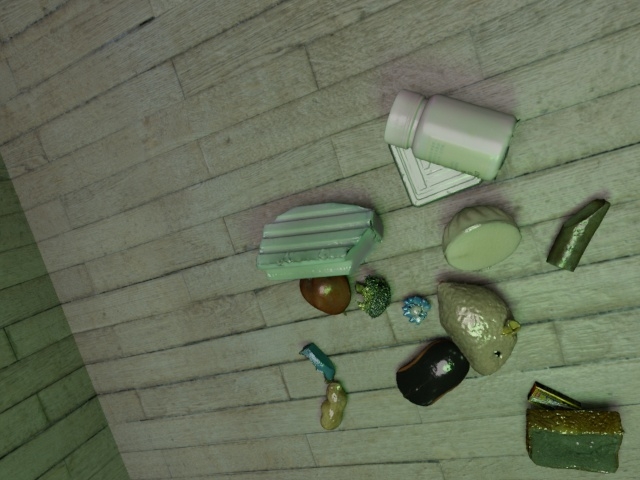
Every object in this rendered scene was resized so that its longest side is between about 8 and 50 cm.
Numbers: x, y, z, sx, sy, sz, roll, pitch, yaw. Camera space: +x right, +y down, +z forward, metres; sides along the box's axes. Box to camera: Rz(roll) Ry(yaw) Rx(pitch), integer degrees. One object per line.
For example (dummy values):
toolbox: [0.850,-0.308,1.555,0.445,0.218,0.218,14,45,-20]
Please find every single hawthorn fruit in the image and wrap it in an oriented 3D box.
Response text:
hawthorn fruit: [0.035,0.206,1.942,0.199,0.199,0.251,-21,114,24]

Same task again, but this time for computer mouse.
computer mouse: [0.423,0.510,1.895,0.183,0.116,0.323,46,115,10]

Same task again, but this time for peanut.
peanut: [0.055,0.701,2.099,0.104,0.085,0.228,20,108,18]

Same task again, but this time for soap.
soap: [0.000,0.000,1.844,0.446,0.261,0.156,-8,143,23]

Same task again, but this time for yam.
yam: [0.830,-0.022,1.609,0.106,0.106,0.259,23,109,14]

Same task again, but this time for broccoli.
broccoli: [0.194,0.211,1.913,0.160,0.167,0.154,18,76,44]

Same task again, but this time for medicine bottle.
medicine bottle: [0.412,-0.342,1.584,0.378,0.213,0.214,21,110,13]

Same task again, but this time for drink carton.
drink carton: [0.837,0.580,1.783,0.165,0.056,0.071,24,107,14]

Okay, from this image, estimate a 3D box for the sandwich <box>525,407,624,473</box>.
sandwich: [0.875,0.701,1.734,0.301,0.099,0.271,-5,122,21]

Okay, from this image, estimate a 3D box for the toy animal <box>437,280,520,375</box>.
toy animal: [0.550,0.278,1.747,0.226,0.188,0.358,-37,87,14]

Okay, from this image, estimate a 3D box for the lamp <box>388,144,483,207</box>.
lamp: [0.402,-0.281,1.740,0.266,0.047,0.269,-21,94,21]

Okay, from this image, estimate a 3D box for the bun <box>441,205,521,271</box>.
bun: [0.526,-0.034,1.687,0.263,0.263,0.175,-33,46,25]

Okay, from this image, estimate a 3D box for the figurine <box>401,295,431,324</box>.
figurine: [0.354,0.255,1.875,0.114,0.079,0.114,8,113,21]

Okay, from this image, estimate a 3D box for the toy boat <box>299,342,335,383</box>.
toy boat: [-0.011,0.518,2.084,0.185,0.075,0.077,43,112,1]
